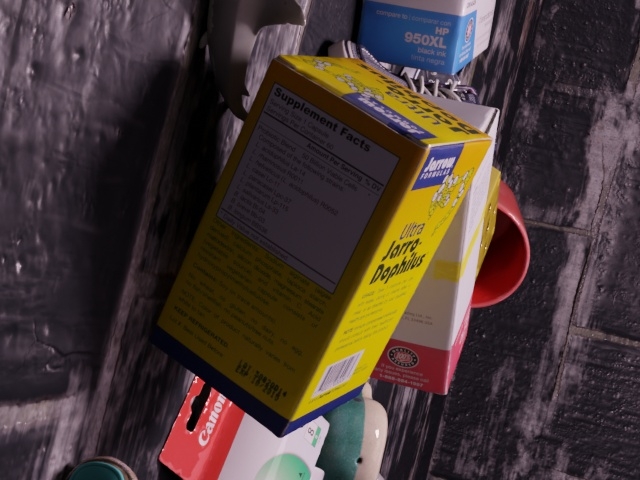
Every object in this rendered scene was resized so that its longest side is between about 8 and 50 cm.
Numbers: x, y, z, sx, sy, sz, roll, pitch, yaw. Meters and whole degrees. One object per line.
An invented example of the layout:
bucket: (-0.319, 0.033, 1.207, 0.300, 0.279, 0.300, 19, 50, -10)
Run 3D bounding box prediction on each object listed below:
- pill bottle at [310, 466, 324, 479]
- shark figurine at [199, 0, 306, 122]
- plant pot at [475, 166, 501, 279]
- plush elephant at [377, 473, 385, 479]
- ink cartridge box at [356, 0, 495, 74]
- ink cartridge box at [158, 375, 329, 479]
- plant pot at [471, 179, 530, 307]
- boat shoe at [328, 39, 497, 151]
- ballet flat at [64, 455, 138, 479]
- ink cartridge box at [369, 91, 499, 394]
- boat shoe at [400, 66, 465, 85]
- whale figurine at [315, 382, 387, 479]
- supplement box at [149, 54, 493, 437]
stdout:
pill bottle: (-0.092, 0.430, 1.586, 0.153, 0.153, 0.264, 59, 48, -69)
shark figurine: (-0.065, -0.218, 1.203, 0.166, 0.116, 0.278, -47, 146, -58)
plant pot: (0.195, -0.042, 1.934, 0.212, 0.187, 0.212, -61, 159, -44)
plush elephant: (0.131, 0.720, 2.473, 0.255, 0.330, 0.272, -36, 148, -40)
ink cartridge box: (0.192, -0.483, 1.772, 0.285, 0.166, 0.395, -44, 144, -64)
ink cartridge box: (-0.089, 0.257, 1.461, 0.224, 0.056, 0.181, 51, 49, -39)
plant pot: (0.346, -0.023, 2.591, 0.243, 0.275, 0.275, -66, 163, -61)
boat shoe: (0.146, -0.211, 1.704, 0.340, 0.158, 0.127, 42, 31, -54)
ballet flat: (-0.243, 0.369, 1.104, 0.106, 0.108, 0.316, 86, 23, -66)
ink cartridge box: (0.075, -0.010, 1.554, 0.160, 0.279, 0.384, -57, 156, -52)
boat shoe: (0.210, -0.286, 2.130, 0.301, 0.102, 0.108, -60, 158, -47)
whale figurine: (0.031, 0.350, 2.059, 0.272, 0.141, 0.216, -126, -133, -78)
supplement box: (0.000, 0.000, 1.245, 0.195, 0.194, 0.356, -15, 135, -61)
